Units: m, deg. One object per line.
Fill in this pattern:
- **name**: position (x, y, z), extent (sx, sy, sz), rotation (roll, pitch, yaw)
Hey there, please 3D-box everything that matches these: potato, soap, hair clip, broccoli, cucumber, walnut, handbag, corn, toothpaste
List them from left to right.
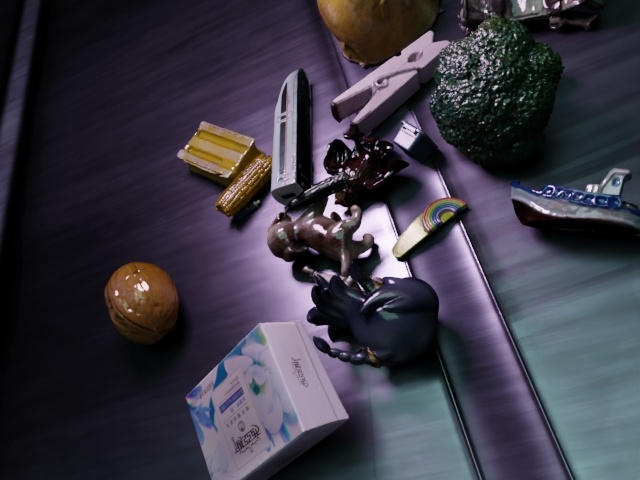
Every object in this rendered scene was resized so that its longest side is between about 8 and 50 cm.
- **walnut**: position (-0.417, 0.145, 1.295), extent (0.167, 0.167, 0.207), rotation (-39, 55, 1)
- **soap**: position (-0.270, -0.231, 1.494), extent (0.233, 0.076, 0.135), rotation (25, 74, 35)
- **toothpaste**: position (-0.189, -0.079, 1.401), extent (0.083, 0.019, 0.027), rotation (-32, 66, 12)
- **corn**: position (-0.185, -0.142, 1.396), extent (0.068, 0.068, 0.207), rotation (26, 67, 35)
- **cucumber**: position (-0.011, -0.101, 1.185), extent (0.163, 0.039, 0.043), rotation (-23, 94, 6)
- **potato**: position (0.145, -0.682, 1.427), extent (0.289, 0.296, 0.397), rotation (22, 75, 32)
- **hair clip**: position (0.180, -0.387, 1.363), extent (0.330, 0.085, 0.101), rotation (-39, 55, -8)
- **hair clip**: position (0.223, -0.033, 1.166), extent (0.188, 0.033, 0.060), rotation (-41, 50, -1)
- **broccoli**: position (0.374, -0.299, 1.142), extent (0.297, 0.298, 0.297), rotation (-21, 43, -36)
- **handbag**: position (0.502, -0.650, 1.322), extent (0.325, 0.162, 0.327), rotation (0, 70, 30)

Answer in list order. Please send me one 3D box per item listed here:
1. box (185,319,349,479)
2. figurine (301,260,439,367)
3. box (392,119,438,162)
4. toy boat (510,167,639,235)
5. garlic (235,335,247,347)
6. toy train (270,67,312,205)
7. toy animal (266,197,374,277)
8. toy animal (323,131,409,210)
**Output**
- **box**: position (-0.109, 0.304, 0.999), extent (0.274, 0.116, 0.203), rotation (-45, 58, 30)
- **figurine**: position (0.089, 0.137, 1.041), extent (0.264, 0.175, 0.197), rotation (-6, 86, 25)
- **box**: position (0.212, -0.221, 1.245), extent (0.054, 0.099, 0.074), rotation (-53, 53, 8)
- **toy boat**: position (0.480, -0.077, 1.012), extent (0.261, 0.114, 0.115), rotation (6, 78, 33)
- **garlic**: position (-0.093, 0.257, 1.129), extent (0.198, 0.090, 0.129), rotation (9, 82, 24)
- **toy train**: position (-0.075, -0.281, 1.425), extent (0.088, 0.086, 0.407), rotation (-15, 56, 24)
- **toy animal**: position (0.000, -0.012, 1.208), extent (0.233, 0.121, 0.169), rotation (16, 58, 35)
- **toy animal**: position (0.098, -0.157, 1.275), extent (0.218, 0.116, 0.180), rotation (23, 99, 34)
